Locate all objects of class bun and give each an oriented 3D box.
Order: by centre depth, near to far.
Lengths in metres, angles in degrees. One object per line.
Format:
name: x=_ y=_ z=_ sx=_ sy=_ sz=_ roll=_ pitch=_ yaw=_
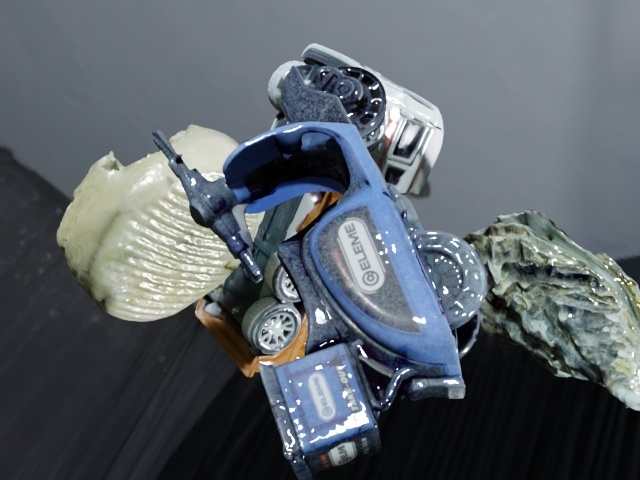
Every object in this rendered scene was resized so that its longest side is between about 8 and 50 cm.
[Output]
bun: x=-0.167 y=-0.023 z=0.960 sx=0.116 sy=0.209 sz=0.237 roll=49 pitch=120 yaw=33

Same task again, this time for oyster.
oyster: x=0.276 y=0.080 z=1.067 sx=0.162 sy=0.158 sz=0.351 roll=43 pitch=-176 yaw=-35

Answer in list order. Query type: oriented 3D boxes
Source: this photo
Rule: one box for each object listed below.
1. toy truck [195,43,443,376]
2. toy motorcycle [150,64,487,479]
toy truck: x=0.006 y=-0.030 z=1.156 sx=0.206 sy=0.388 sz=0.173 roll=11 pitch=-161 yaw=-39
toy motorcycle: x=0.000 y=0.000 z=0.778 sx=0.212 sy=0.359 sz=0.125 roll=-20 pitch=151 yaw=-4
